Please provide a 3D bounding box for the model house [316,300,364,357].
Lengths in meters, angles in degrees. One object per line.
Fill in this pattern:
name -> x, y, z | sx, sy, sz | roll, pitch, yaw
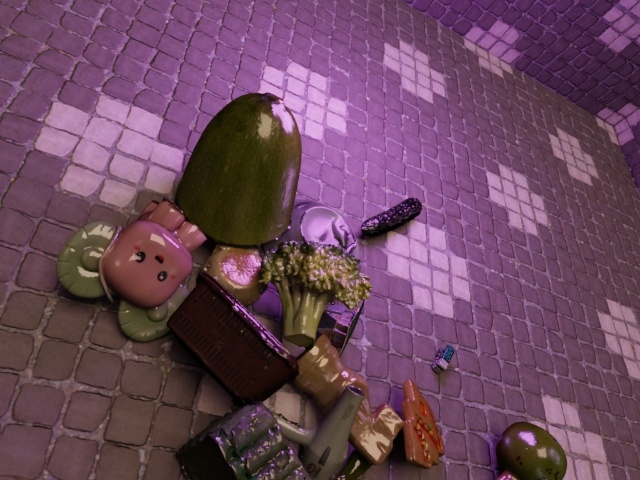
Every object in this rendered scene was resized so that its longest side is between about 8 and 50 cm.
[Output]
model house -> 0.043, 0.206, 1.278 | 0.088, 0.117, 0.167 | 21, 28, 11

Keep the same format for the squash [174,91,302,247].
squash -> -0.175, -0.193, 1.206 | 0.310, 0.309, 0.310 | 13, 41, -12

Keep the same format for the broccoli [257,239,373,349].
broccoli -> -0.018, 0.130, 1.162 | 0.262, 0.247, 0.244 | 11, 55, 1

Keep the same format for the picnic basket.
picnic basket -> -0.193, 0.223, 1.051 | 0.296, 0.223, 0.129 | 41, 67, 15

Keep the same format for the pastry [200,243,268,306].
pastry -> -0.204, 0.083, 1.210 | 0.165, 0.088, 0.166 | 18, 51, -24

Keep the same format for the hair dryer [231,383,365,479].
hair dryer -> -0.028, 0.366, 1.073 | 0.267, 0.229, 0.092 | 44, 7, 0

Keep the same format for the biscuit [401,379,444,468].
biscuit -> 0.247, 0.462, 1.221 | 0.212, 0.041, 0.238 | 67, 21, -3

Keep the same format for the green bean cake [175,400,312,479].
green bean cake -> -0.131, 0.443, 0.926 | 0.132, 0.241, 0.255 | -29, 79, -46

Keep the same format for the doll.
doll -> -0.381, 0.051, 1.076 | 0.284, 0.216, 0.268 | 48, 68, -22

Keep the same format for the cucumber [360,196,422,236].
cucumber -> 0.220, -0.068, 1.594 | 0.300, 0.072, 0.072 | -26, 78, -41

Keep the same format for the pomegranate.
pomegranate -> 0.532, 0.591, 1.320 | 0.224, 0.181, 0.182 | -37, 84, -20

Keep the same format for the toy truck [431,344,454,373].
toy truck -> 0.352, 0.339, 1.436 | 0.039, 0.044, 0.083 | 43, 48, 2

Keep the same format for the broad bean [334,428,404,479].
broad bean -> 0.136, 0.490, 1.201 | 0.297, 0.043, 0.060 | -18, 82, -40

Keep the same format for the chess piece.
chess piece -> 0.056, 0.367, 1.156 | 0.301, 0.137, 0.137 | 48, 48, 6

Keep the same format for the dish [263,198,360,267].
dish -> 0.000, 0.000, 1.383 | 0.316, 0.106, 0.317 | 17, 54, -24
